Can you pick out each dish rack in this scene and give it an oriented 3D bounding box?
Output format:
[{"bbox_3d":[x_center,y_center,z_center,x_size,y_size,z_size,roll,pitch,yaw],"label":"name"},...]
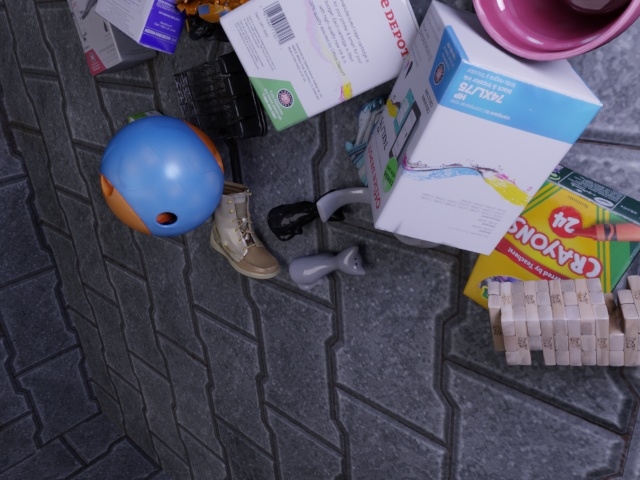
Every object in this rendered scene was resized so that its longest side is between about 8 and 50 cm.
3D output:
[{"bbox_3d":[-0.261,-0.341,1.327,0.271,0.074,0.208,4,112,47],"label":"dish rack"}]

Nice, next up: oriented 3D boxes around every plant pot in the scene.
[{"bbox_3d":[0.313,-0.329,0.642,0.201,0.180,0.201,24,127,37],"label":"plant pot"}]

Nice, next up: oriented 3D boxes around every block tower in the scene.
[{"bbox_3d":[0.411,0.111,0.741,0.335,0.091,0.097,-6,123,21],"label":"block tower"}]

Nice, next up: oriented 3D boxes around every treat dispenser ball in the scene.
[{"bbox_3d":[-0.377,-0.153,1.289,0.288,0.288,0.288,24,127,37],"label":"treat dispenser ball"}]

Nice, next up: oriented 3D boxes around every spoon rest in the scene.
[{"bbox_3d":[0.129,-0.057,1.060,0.276,0.084,0.137,14,142,29],"label":"spoon rest"}]

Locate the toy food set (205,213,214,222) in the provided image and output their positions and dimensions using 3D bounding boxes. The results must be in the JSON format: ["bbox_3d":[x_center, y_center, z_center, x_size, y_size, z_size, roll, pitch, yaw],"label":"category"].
[{"bbox_3d":[-0.399,-0.122,1.500,0.232,0.104,0.111,32,120,-5],"label":"toy food set"}]

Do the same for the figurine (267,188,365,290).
[{"bbox_3d":[0.000,0.000,1.229,0.209,0.092,0.215,-15,101,45],"label":"figurine"}]

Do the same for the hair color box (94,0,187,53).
[{"bbox_3d":[-0.345,-0.605,1.152,0.185,0.110,0.339,39,113,26],"label":"hair color box"}]

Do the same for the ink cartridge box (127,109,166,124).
[{"bbox_3d":[-0.440,-0.240,1.548,0.255,0.097,0.189,33,132,31],"label":"ink cartridge box"}]

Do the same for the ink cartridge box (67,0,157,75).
[{"bbox_3d":[-0.588,-0.622,1.477,0.207,0.117,0.283,2,112,46],"label":"ink cartridge box"}]

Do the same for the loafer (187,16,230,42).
[{"bbox_3d":[-0.289,-0.548,1.220,0.302,0.095,0.109,43,138,21],"label":"loafer"}]

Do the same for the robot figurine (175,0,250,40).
[{"bbox_3d":[-0.184,-0.497,1.042,0.291,0.085,0.211,18,82,47],"label":"robot figurine"}]

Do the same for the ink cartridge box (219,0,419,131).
[{"bbox_3d":[0.011,-0.336,0.880,0.278,0.117,0.201,-21,113,17],"label":"ink cartridge box"}]

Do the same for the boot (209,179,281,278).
[{"bbox_3d":[-0.201,-0.032,1.415,0.262,0.095,0.204,34,131,36],"label":"boot"}]

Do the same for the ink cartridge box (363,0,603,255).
[{"bbox_3d":[0.205,-0.153,0.774,0.198,0.197,0.270,-93,20,-47],"label":"ink cartridge box"}]

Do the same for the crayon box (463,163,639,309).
[{"bbox_3d":[0.365,0.048,0.870,0.202,0.081,0.319,34,133,29],"label":"crayon box"}]

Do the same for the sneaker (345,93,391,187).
[{"bbox_3d":[0.122,-0.221,0.961,0.122,0.110,0.283,53,139,17],"label":"sneaker"}]
